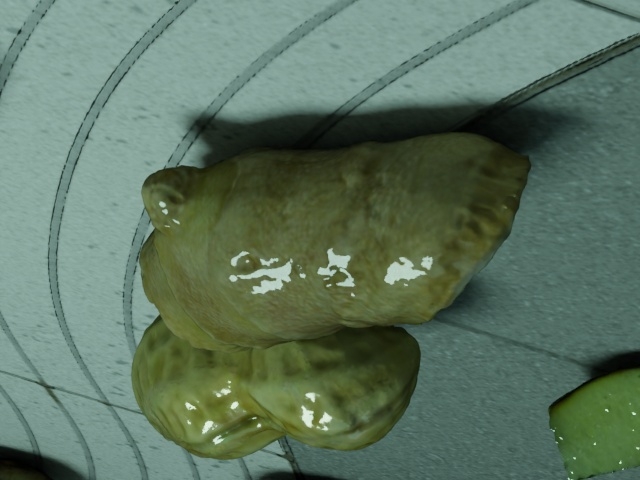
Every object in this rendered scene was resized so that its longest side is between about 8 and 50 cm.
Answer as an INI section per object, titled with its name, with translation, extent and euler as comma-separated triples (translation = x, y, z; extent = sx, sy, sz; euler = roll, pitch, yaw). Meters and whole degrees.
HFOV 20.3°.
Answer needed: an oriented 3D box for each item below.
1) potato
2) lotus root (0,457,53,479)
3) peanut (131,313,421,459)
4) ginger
[potato]
translation = 0.268, 0.133, 1.414
extent = 0.149, 0.081, 0.120
euler = -17, 176, 24
[lotus root]
translation = -0.386, 0.335, 2.148
extent = 0.169, 0.141, 0.314
euler = 22, 165, -10
[peanut]
translation = -0.038, 0.105, 1.403
extent = 0.305, 0.147, 0.147
euler = -11, 146, 43
[ginger]
translation = 0.000, 0.000, 1.181
extent = 0.354, 0.126, 0.190
euler = -12, 135, 41
